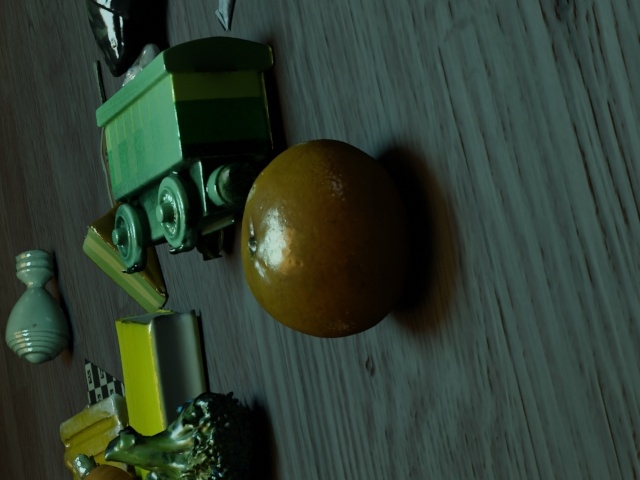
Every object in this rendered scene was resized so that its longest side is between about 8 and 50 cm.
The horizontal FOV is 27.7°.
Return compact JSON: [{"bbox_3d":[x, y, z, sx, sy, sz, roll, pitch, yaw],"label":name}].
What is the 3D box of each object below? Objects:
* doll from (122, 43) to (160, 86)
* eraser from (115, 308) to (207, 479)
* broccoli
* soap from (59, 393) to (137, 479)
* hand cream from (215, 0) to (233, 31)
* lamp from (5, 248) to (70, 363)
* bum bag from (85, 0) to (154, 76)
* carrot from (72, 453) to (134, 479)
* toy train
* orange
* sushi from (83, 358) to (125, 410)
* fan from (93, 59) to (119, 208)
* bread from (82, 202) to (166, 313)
[{"bbox_3d":[-0.206,-0.170,1.519,0.113,0.071,0.135,-100,22,-57],"label":"doll"},{"bbox_3d":[-0.188,0.196,1.565,0.158,0.069,0.226,-3,94,64],"label":"eraser"},{"bbox_3d":[-0.145,0.229,1.375,0.167,0.160,0.154,139,149,-74],"label":"broccoli"},{"bbox_3d":[-0.273,0.285,1.744,0.232,0.073,0.140,-32,77,57],"label":"soap"},{"bbox_3d":[-0.091,-0.251,1.281,0.093,0.019,0.030,100,150,-48],"label":"hand cream"},{"bbox_3d":[-0.469,0.111,2.148,0.106,0.106,0.193,134,134,-61],"label":"lamp"},{"bbox_3d":[-0.235,-0.347,1.480,0.144,0.095,0.340,-111,24,-63],"label":"bum bag"},{"bbox_3d":[-0.189,0.380,1.552,0.336,0.069,0.069,46,144,17],"label":"carrot"},{"bbox_3d":[-0.135,-0.079,1.299,0.301,0.120,0.202,163,100,-66],"label":"toy train"},{"bbox_3d":[0.000,0.000,1.012,0.156,0.124,0.156,39,135,55],"label":"orange"},{"bbox_3d":[-0.332,0.295,1.950,0.279,0.043,0.192,-170,74,-65],"label":"sushi"},{"bbox_3d":[-0.286,-0.141,1.757,0.132,0.009,0.220,147,113,-63],"label":"fan"},{"bbox_3d":[-0.227,0.020,1.669,0.139,0.084,0.074,42,144,10],"label":"bread"}]
